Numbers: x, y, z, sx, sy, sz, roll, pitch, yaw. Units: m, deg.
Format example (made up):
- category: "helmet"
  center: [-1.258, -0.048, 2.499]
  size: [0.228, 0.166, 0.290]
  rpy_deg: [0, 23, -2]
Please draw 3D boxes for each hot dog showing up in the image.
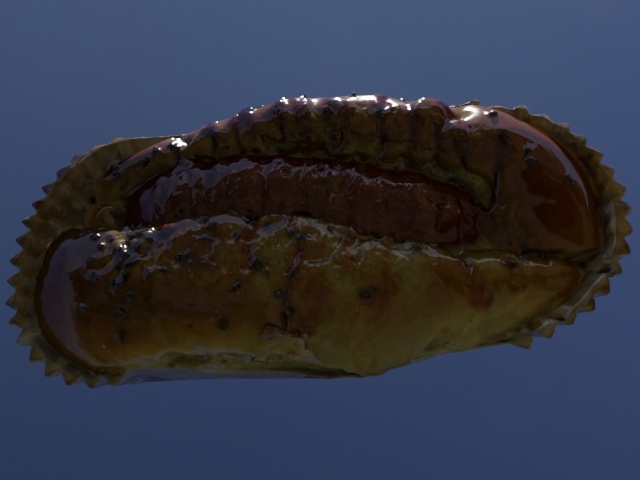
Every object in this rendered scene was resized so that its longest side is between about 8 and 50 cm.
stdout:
- category: "hot dog"
  center: [0.000, 0.000, 0.352]
  size: [0.192, 0.053, 0.099]
  rpy_deg: [-4, -118, 4]
